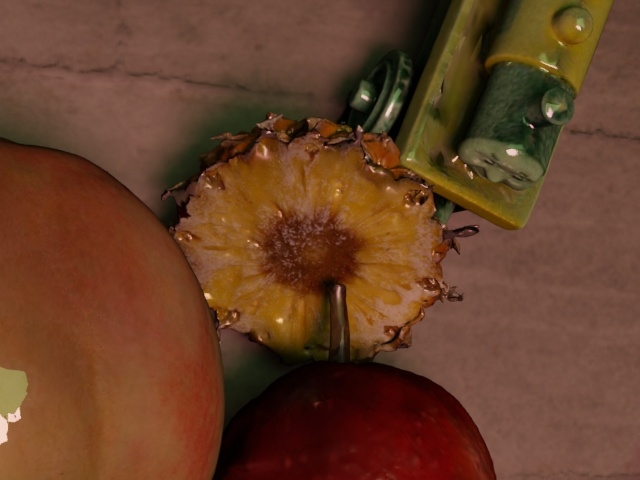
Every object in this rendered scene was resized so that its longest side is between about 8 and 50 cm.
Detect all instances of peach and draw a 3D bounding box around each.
[{"bbox_3d":[-0.199,0.077,0.862,0.292,0.247,0.292,-1,94,-20],"label":"peach"}]

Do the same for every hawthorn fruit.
[{"bbox_3d":[0.021,0.162,0.958,0.210,0.230,0.266,2,76,9],"label":"hawthorn fruit"}]

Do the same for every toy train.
[{"bbox_3d":[0.151,-0.170,1.038,0.150,0.237,0.369,27,75,-20],"label":"toy train"}]

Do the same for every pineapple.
[{"bbox_3d":[0.000,0.000,0.994,0.221,0.221,0.047,40,31,-14],"label":"pineapple"}]
